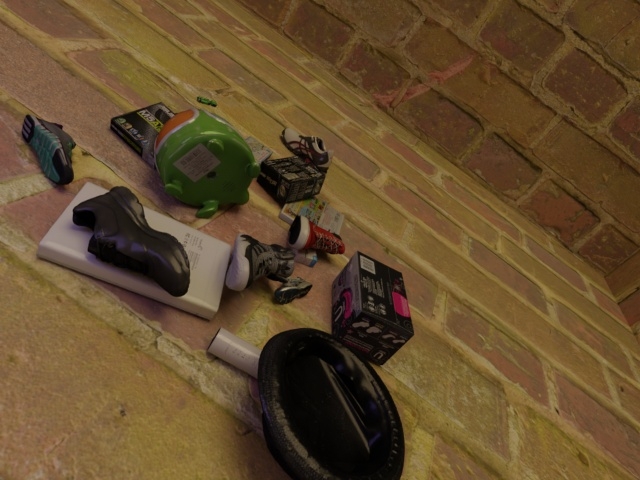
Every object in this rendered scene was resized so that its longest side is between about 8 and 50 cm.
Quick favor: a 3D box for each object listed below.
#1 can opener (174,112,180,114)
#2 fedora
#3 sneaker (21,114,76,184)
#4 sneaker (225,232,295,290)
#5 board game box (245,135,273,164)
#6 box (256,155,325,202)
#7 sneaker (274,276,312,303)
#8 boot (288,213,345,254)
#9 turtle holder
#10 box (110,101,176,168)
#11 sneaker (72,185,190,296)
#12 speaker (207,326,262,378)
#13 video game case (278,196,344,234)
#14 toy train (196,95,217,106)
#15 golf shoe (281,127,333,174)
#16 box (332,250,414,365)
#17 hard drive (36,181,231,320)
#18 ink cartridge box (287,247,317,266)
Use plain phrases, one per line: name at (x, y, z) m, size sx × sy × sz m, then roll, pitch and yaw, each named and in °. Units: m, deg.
can opener at (-0.435, -0.333, 1.423) m, size 0.186 × 0.073 × 0.059 m, roll 55°, pitch -5°, yaw 23°
fedora at (-0.005, 0.331, 0.833) m, size 0.334 × 0.152 × 0.334 m, roll 26°, pitch 32°, yaw -18°
sneaker at (-0.599, -0.213, 1.049) m, size 0.224 × 0.083 × 0.098 m, roll 49°, pitch 27°, yaw 22°
sneaker at (-0.133, 0.055, 1.055) m, size 0.153 × 0.101 × 0.268 m, roll 15°, pitch 12°, yaw -12°
board game box at (-0.241, -0.314, 1.612) m, size 0.103 × 0.026 × 0.154 m, roll 34°, pitch 30°, yaw -4°
box at (-0.098, -0.209, 1.523) m, size 0.147 × 0.078 × 0.180 m, roll 37°, pitch 35°, yaw 23°
sneaker at (-0.081, 0.122, 1.160) m, size 0.058 × 0.052 × 0.135 m, roll 39°, pitch 21°, yaw 24°
boot at (0.000, 0.000, 1.301) m, size 0.176 × 0.088 × 0.244 m, roll 27°, pitch 9°, yaw -8°
turtle holder at (-0.288, -0.222, 1.218) m, size 0.320 × 0.243 × 0.227 m, roll 5°, pitch 42°, yaw -42°
box at (-0.470, -0.308, 1.311) m, size 0.190 × 0.045 × 0.184 m, roll 42°, pitch 47°, yaw 9°
sneaker at (-0.368, 0.016, 0.877) m, size 0.286 × 0.109 × 0.130 m, roll 40°, pitch 40°, yaw 18°
speaker at (-0.158, 0.230, 0.912) m, size 0.136 × 0.055 × 0.055 m, roll 31°, pitch 30°, yaw -9°
video game case at (-0.024, -0.082, 1.519) m, size 0.206 × 0.026 × 0.227 m, roll 32°, pitch 31°, yaw -8°
toy train at (-0.432, -0.529, 1.724) m, size 0.083 × 0.017 × 0.024 m, roll 6°, pitch 53°, yaw -42°
golf shoe at (-0.046, -0.384, 1.824) m, size 0.273 × 0.120 × 0.105 m, roll 48°, pitch 33°, yaw 21°
box at (0.127, 0.175, 1.202) m, size 0.163 × 0.142 × 0.247 m, roll 26°, pitch 30°, yaw -15°
hard drive at (-0.377, 0.020, 0.987) m, size 0.353 × 0.047 × 0.233 m, roll 26°, pitch 32°, yaw -19°
ink cartridge box at (-0.053, 0.041, 1.311) m, size 0.083 × 0.028 × 0.048 m, roll 21°, pitch 32°, yaw -25°
